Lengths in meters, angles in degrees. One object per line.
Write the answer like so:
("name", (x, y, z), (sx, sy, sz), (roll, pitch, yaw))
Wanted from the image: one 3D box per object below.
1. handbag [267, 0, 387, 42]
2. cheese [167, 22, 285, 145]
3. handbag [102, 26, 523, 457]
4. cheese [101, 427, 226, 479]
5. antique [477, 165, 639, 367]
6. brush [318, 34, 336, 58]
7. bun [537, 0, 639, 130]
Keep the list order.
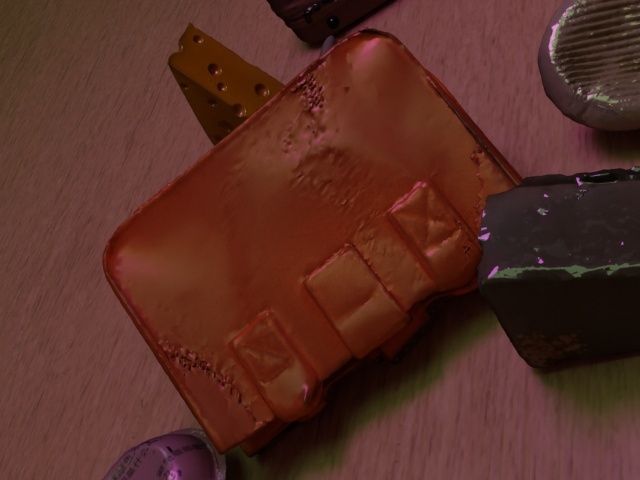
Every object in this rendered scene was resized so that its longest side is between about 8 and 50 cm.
("handbag", (0.054, -0.474, 1.774), (0.302, 0.149, 0.283), (-32, 36, 21))
("cheese", (-0.155, -0.238, 1.695), (0.126, 0.171, 0.093), (-10, 44, 42))
("handbag", (0.000, 0.000, 1.189), (0.410, 0.116, 0.303), (-39, 68, 6))
("cheese", (-0.151, 0.283, 1.165), (0.286, 0.074, 0.189), (15, 63, 50))
("antique", (0.287, 0.015, 0.963), (0.284, 0.150, 0.125), (-10, 48, 30))
("brush", (-0.008, -0.212, 1.631), (0.042, 0.039, 0.299), (-25, 35, 29))
("bun", (0.320, -0.188, 1.179), (0.183, 0.102, 0.183), (-5, 72, 15))
